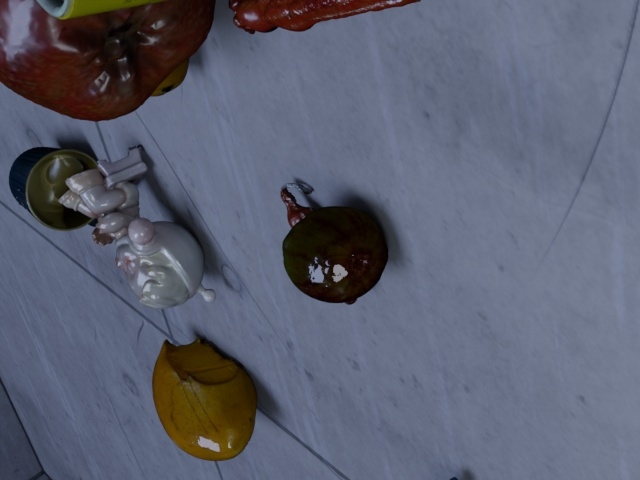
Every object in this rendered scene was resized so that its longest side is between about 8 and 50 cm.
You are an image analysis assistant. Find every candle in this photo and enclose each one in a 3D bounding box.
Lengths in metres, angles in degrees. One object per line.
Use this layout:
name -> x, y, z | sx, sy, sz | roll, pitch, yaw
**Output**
candle -> 0.002, -0.230, 1.308 | 0.051, 0.048, 0.329 | 21, 173, -29
candle -> 0.000, 0.000, 1.597 | 0.162, 0.053, 0.048 | 54, 151, 11

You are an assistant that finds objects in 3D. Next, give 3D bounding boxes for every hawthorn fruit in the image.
hawthorn fruit -> -0.259, -0.288, 1.457 | 0.300, 0.275, 0.275 | 60, 157, 12

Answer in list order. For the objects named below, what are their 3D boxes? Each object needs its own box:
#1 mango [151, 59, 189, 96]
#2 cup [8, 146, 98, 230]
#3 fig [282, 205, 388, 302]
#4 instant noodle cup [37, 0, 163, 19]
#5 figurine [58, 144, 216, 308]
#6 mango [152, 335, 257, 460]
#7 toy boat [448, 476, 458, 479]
mango -> -0.210, -0.251, 1.630 | 0.111, 0.089, 0.163 | 34, 142, 49
cup -> -0.418, -0.079, 2.220 | 0.176, 0.131, 0.155 | 40, 170, -29
fig -> 0.006, 0.010, 1.529 | 0.154, 0.109, 0.103 | 29, 149, 56
instant noodle cup -> -0.156, -0.303, 1.252 | 0.215, 0.236, 0.215 | 47, 150, 38
figurine -> -0.255, 0.000, 1.993 | 0.182, 0.144, 0.257 | -37, 84, 46
mango -> -0.179, 0.256, 2.146 | 0.252, 0.154, 0.126 | 49, 166, 49
toy boat -> 0.206, 0.385, 1.674 | 0.102, 0.088, 0.215 | -25, 99, 31
